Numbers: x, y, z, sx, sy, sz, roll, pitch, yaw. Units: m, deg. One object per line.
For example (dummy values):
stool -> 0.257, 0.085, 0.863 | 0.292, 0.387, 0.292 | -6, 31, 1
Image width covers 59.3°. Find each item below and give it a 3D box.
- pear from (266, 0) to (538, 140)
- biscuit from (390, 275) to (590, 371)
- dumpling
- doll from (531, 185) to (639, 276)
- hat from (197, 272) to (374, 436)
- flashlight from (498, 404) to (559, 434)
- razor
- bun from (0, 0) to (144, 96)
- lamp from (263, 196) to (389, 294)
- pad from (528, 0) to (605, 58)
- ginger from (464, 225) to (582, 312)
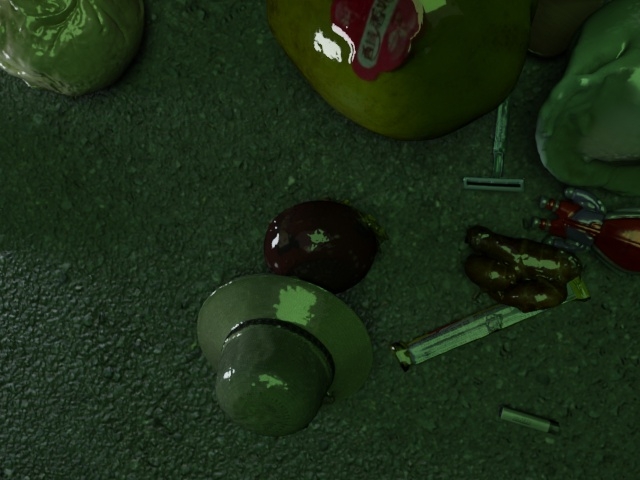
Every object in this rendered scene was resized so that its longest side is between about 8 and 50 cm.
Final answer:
pear -> 0.084, -0.280, 0.696 | 0.375, 0.287, 0.287 | 25, 96, 27
biscuit -> 0.243, 0.118, 0.814 | 0.292, 0.026, 0.048 | -23, 87, 7
dumpling -> 0.428, -0.185, 0.687 | 0.321, 0.212, 0.269 | -1, 95, 15
doll -> 0.407, -0.004, 0.765 | 0.228, 0.075, 0.102 | 18, 109, 15
hat -> -0.065, 0.181, 0.748 | 0.257, 0.130, 0.257 | 7, 124, 10
flashlight -> 0.304, 0.262, 0.819 | 0.083, 0.018, 0.018 | 16, 95, 5
razor -> 0.259, -0.174, 0.796 | 0.084, 0.036, 0.211 | 7, 88, 27
bun -> -0.382, -0.328, 0.798 | 0.244, 0.153, 0.243 | 0, 90, 10
lamp -> -0.002, 0.003, 0.785 | 0.157, 0.156, 0.134 | 10, 50, -22
pad -> 0.291, -0.433, 0.774 | 0.287, 0.018, 0.284 | 38, 92, 3
ginger -> 0.272, 0.046, 0.786 | 0.162, 0.073, 0.103 | 19, 79, 17
